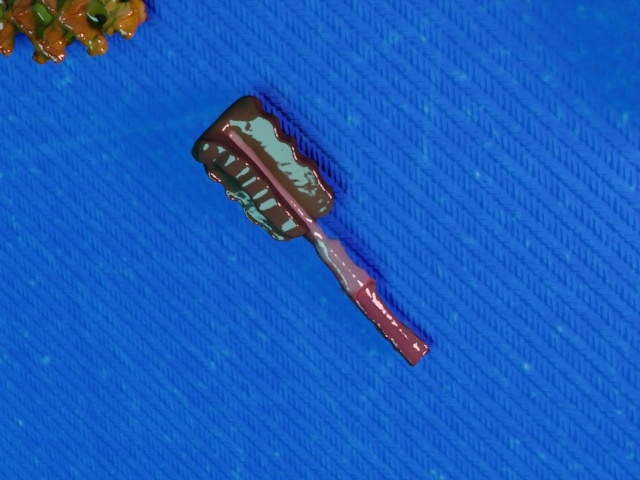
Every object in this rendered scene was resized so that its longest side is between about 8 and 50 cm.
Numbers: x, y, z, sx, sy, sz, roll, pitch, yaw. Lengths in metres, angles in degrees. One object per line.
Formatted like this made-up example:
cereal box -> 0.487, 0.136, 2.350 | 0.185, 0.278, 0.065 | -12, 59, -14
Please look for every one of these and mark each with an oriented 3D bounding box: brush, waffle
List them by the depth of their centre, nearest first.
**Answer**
brush -> 0.000, 0.000, 1.609 | 0.301, 0.084, 0.071 | 49, 158, -10
waffle -> -0.297, -0.308, 1.627 | 0.259, 0.069, 0.293 | 3, 117, 29
